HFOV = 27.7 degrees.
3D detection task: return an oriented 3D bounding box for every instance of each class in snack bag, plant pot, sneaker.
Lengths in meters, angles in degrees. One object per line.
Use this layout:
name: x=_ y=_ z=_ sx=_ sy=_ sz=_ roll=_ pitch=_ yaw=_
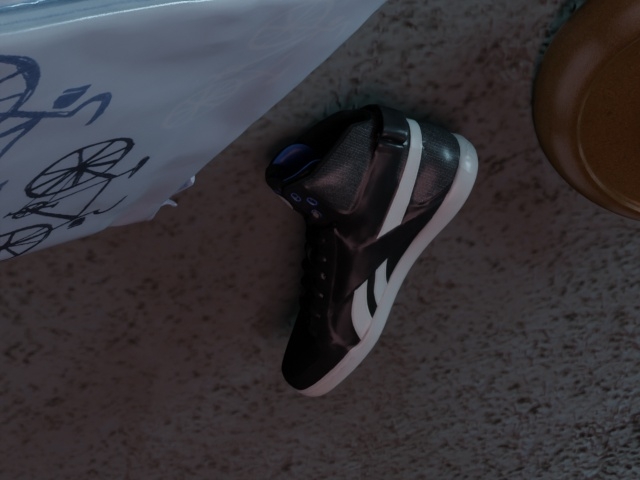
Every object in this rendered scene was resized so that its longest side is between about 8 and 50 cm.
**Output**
snack bag: x=-0.143 y=-0.050 z=0.640 sx=0.342 sy=0.037 sz=0.323 roll=-20 pitch=169 yaw=-42
plant pot: x=0.261 y=-0.088 z=0.866 sx=0.236 sy=0.032 sz=0.236 roll=2 pitch=136 yaw=2
sneaker: x=0.000 y=0.000 z=0.879 sx=0.121 sy=0.079 sz=0.217 roll=22 pitch=110 yaw=-26
